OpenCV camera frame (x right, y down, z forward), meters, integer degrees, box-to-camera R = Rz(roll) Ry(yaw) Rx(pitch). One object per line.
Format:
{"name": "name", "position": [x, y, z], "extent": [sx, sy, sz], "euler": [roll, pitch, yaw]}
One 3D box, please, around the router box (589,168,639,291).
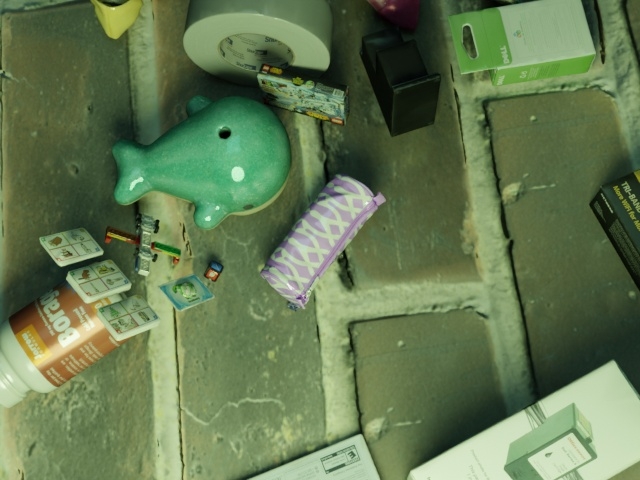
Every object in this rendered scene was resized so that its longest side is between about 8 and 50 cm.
{"name": "router box", "position": [0.569, 0.017, 1.306], "extent": [0.243, 0.081, 0.309], "euler": [-25, 73, -5]}

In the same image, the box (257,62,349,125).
{"name": "box", "position": [-0.024, -0.221, 1.405], "extent": [0.137, 0.094, 0.027], "euler": [17, 74, 7]}

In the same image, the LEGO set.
{"name": "LEGO set", "position": [-0.252, 0.047, 1.291], "extent": [0.182, 0.060, 0.244], "euler": [46, 35, 17]}

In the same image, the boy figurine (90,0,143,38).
{"name": "boy figurine", "position": [-0.309, -0.465, 1.499], "extent": [0.177, 0.092, 0.285], "euler": [18, 71, 2]}

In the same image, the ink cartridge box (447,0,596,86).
{"name": "ink cartridge box", "position": [0.308, -0.306, 1.432], "extent": [0.209, 0.062, 0.109], "euler": [-9, 72, 0]}

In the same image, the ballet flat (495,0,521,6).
{"name": "ballet flat", "position": [0.248, -0.443, 1.486], "extent": [0.068, 0.072, 0.213], "euler": [-32, 71, 21]}

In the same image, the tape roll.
{"name": "tape roll", "position": [-0.091, -0.308, 1.370], "extent": [0.219, 0.219, 0.072], "euler": [4, 72, 4]}

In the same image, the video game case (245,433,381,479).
{"name": "video game case", "position": [-0.002, 0.385, 1.248], "extent": [0.201, 0.023, 0.183], "euler": [-21, 72, -5]}

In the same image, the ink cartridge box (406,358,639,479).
{"name": "ink cartridge box", "position": [0.262, 0.285, 1.169], "extent": [0.289, 0.211, 0.121], "euler": [-27, 71, -7]}

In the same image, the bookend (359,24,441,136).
{"name": "bookend", "position": [0.115, -0.262, 1.379], "extent": [0.072, 0.156, 0.157], "euler": [-18, 71, -3]}

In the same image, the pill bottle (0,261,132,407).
{"name": "pill bottle", "position": [-0.369, 0.135, 1.293], "extent": [0.216, 0.121, 0.121], "euler": [-35, 74, -8]}

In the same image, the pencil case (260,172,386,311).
{"name": "pencil case", "position": [0.000, 0.000, 1.335], "extent": [0.088, 0.086, 0.206], "euler": [23, 73, 45]}

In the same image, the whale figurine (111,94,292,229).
{"name": "whale figurine", "position": [-0.179, -0.124, 1.356], "extent": [0.272, 0.141, 0.216], "euler": [-5, 73, 1]}

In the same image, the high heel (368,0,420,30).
{"name": "high heel", "position": [0.150, -0.456, 1.494], "extent": [0.117, 0.082, 0.244], "euler": [35, 61, -16]}
